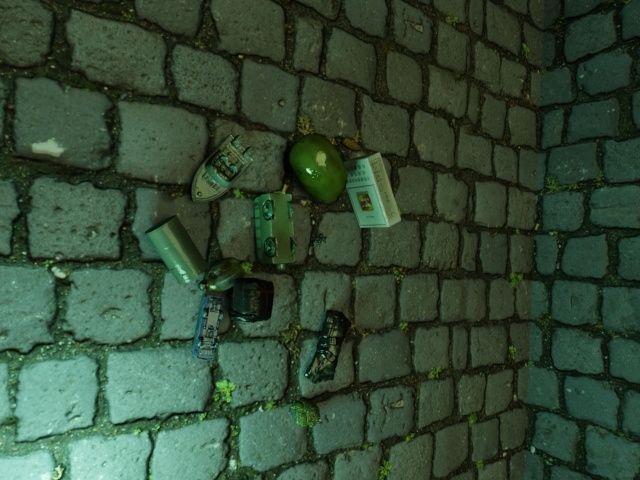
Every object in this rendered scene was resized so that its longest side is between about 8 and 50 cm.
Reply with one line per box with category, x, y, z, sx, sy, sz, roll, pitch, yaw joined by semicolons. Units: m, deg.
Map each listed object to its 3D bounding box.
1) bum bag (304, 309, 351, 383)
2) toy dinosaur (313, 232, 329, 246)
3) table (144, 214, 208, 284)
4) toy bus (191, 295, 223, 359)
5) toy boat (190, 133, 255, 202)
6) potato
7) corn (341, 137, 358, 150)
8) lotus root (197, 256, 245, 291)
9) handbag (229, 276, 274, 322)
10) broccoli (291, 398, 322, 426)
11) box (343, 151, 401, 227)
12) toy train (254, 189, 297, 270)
bum bag;0.041;0.482;2.042;0.144;0.095;0.340;25;75;-17
toy dinosaur;0.000;0.000;2.045;0.083;0.031;0.047;-39;112;-28
table;-0.514;0.032;1.625;0.126;0.126;0.220;-39;112;-28
toy bus;-0.425;0.326;1.711;0.079;0.094;0.236;13;81;-28
toy boat;-0.385;-0.263;1.733;0.141;0.092;0.319;47;66;-24
potato;-0.007;-0.311;1.935;0.215;0.216;0.304;-55;128;-22
corn;0.140;-0.454;2.136;0.092;0.037;0.037;22;78;-32
lotus root;-0.383;0.138;1.743;0.192;0.088;0.113;-31;92;-30
handbag;-0.264;0.228;1.762;0.215;0.155;0.169;30;68;-77
broccoli;-0.063;0.750;1.965;0.131;0.130;0.120;13;119;-49
box;0.226;-0.225;2.093;0.095;0.210;0.330;-27;105;-31
toy train;-0.187;-0.038;1.839;0.129;0.159;0.326;-3;88;-38
